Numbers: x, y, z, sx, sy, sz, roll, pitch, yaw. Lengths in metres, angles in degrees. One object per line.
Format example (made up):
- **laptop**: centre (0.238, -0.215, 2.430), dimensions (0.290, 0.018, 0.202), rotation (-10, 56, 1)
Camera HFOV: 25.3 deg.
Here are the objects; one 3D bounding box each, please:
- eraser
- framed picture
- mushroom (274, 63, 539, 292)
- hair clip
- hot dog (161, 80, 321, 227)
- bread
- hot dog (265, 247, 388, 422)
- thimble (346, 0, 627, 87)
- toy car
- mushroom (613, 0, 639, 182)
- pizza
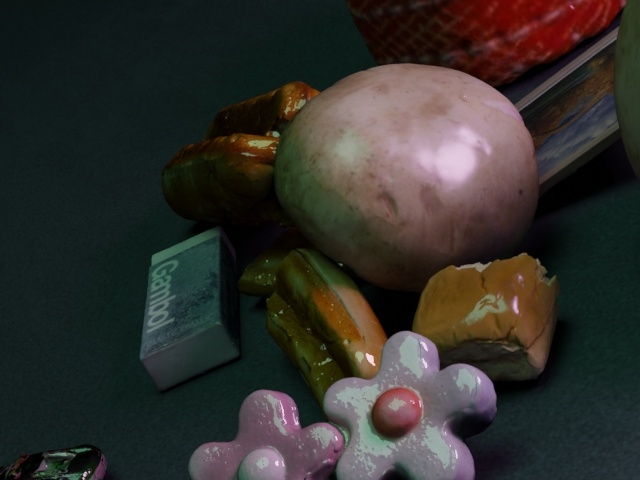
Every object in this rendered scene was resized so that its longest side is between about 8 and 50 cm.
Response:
- **eraser**: centre (-0.132, 0.064, 1.457), dimensions (0.091, 0.046, 0.212), rotation (-24, 27, 8)
- **framed picture**: centre (0.234, -0.113, 1.388), dimensions (0.250, 0.016, 0.184), rotation (-37, 24, 19)
- **mushroom**: centre (0.079, -0.060, 1.299), dimensions (0.254, 0.184, 0.255), rotation (-6, 43, 6)
- **hair clip**: centre (0.017, 0.162, 1.098), dimensions (0.257, 0.075, 0.146), rotation (-20, 65, 10)
- **hot dog**: centre (-0.067, -0.080, 1.524), dimensions (0.158, 0.117, 0.349), rotation (-46, 13, -15)
- **bread**: centre (0.130, 0.066, 1.166), dimensions (0.125, 0.082, 0.106), rotation (-10, 25, 26)
- **hot dog**: centre (0.014, 0.082, 1.250), dimensions (0.076, 0.102, 0.249), rotation (8, 19, -23)
- **thimble**: centre (0.191, -0.344, 1.672), dimensions (0.350, 0.231, 0.350), rotation (-22, 25, 11)
- **toy car**: centre (-0.260, 0.221, 1.292), dimensions (0.142, 0.055, 0.069), rotation (-16, 26, 20)
- **mushroom**: centre (0.384, -0.131, 1.104), dimensions (0.290, 0.298, 0.297), rotation (4, 26, -10)
- **pizza**: centre (0.000, 0.000, 1.454), dimensions (0.184, 0.036, 0.176), rotation (-21, 29, 6)
